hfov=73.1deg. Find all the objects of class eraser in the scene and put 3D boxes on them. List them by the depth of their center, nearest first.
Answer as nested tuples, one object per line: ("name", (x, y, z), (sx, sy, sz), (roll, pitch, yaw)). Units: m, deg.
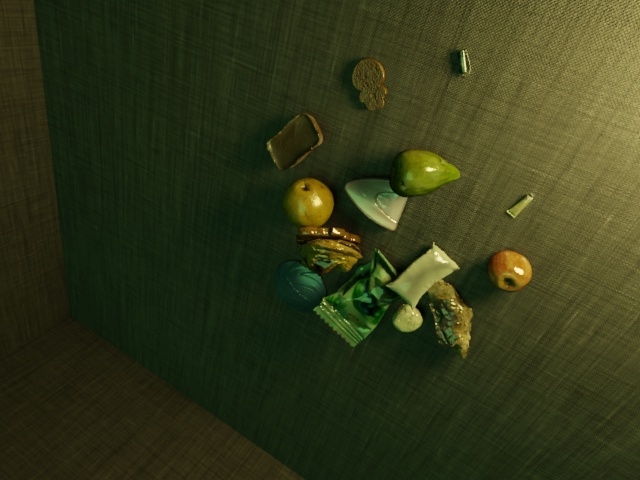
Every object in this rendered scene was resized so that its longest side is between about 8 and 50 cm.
("eraser", (0.211, -0.173, 1.668), (0.244, 0.059, 0.204), (25, 125, 13))

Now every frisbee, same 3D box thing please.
("frisbee", (-0.107, 0.229, 2.068), (0.290, 0.049, 0.289), (13, 121, 24))

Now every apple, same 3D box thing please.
("apple", (0.659, 0.110, 1.508), (0.147, 0.131, 0.146), (13, 125, 20))

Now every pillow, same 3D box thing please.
("pillow", (0.394, 0.141, 1.659), (0.254, 0.078, 0.144), (-43, 98, 5))

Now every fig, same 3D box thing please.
("fig", (0.349, -0.233, 1.491), (0.234, 0.167, 0.166), (2, 115, 27))

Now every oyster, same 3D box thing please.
("oyster", (0.515, 0.318, 1.710), (0.167, 0.110, 0.340), (-4, 99, 26))

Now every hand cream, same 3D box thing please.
("hand cream", (0.674, -0.121, 1.451), (0.035, 0.022, 0.102), (40, 133, 6))

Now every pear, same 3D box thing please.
("pear", (-0.053, -0.155, 1.742), (0.209, 0.209, 0.208), (13, 120, 24))

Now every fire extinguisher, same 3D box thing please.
("fire extinguisher", (0.451, -0.552, 1.355), (0.038, 0.025, 0.083), (-10, 111, 9))

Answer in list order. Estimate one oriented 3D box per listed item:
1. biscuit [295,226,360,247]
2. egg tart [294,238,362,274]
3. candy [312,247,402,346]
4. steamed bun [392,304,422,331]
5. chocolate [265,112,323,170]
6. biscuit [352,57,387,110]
("biscuit", (0.000, -0.001, 1.805), (0.302, 0.279, 0.043), (-27, 57, 55))
("egg tart", (0.031, 0.085, 1.786), (0.297, 0.297, 0.132), (-5, 72, 32))
("candy", (0.183, 0.251, 1.800), (0.263, 0.172, 0.398), (46, 103, 0))
("steamed bun", (0.369, 0.324, 1.812), (0.113, 0.091, 0.130), (38, 127, -2))
("chocolate", (-0.089, -0.388, 1.719), (0.262, 0.083, 0.160), (-28, 81, 37))
("biscuit", (0.175, -0.548, 1.517), (0.124, 0.026, 0.174), (-5, 111, 33))
